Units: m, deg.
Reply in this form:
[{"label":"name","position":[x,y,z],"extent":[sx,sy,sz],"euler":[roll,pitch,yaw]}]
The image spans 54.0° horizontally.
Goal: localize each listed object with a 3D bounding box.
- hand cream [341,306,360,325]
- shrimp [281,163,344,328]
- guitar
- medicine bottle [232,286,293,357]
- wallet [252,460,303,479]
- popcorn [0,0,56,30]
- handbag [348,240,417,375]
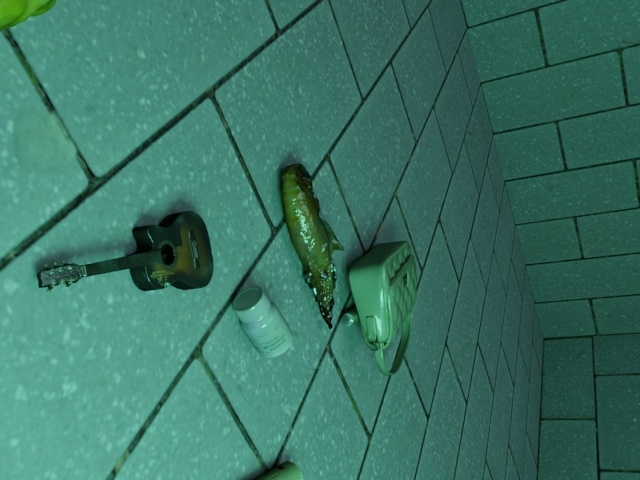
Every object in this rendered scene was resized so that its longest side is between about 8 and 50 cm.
[{"label":"hand cream","position":[0.060,0.133,1.099],"extent":[0.102,0.022,0.035],"euler":[-10,90,-69]},{"label":"shrimp","position":[0.003,0.004,0.973],"extent":[0.117,0.066,0.262],"euler":[-51,129,-56]},{"label":"guitar","position":[-0.186,0.021,0.634],"extent":[0.233,0.025,0.088],"euler":[-14,96,-62]},{"label":"medicine bottle","position":[-0.074,0.105,0.802],"extent":[0.089,0.052,0.052],"euler":[63,32,-34]},{"label":"wallet","position":[-0.066,0.346,0.764],"extent":[0.155,0.039,0.110],"euler":[0,81,-62]},{"label":"popcorn","position":[-0.251,-0.249,0.364],"extent":[0.242,0.235,0.250],"euler":[-33,94,-36]},{"label":"handbag","position":[0.131,0.124,1.159],"extent":[0.256,0.079,0.219],"euler":[-35,115,-67]}]
